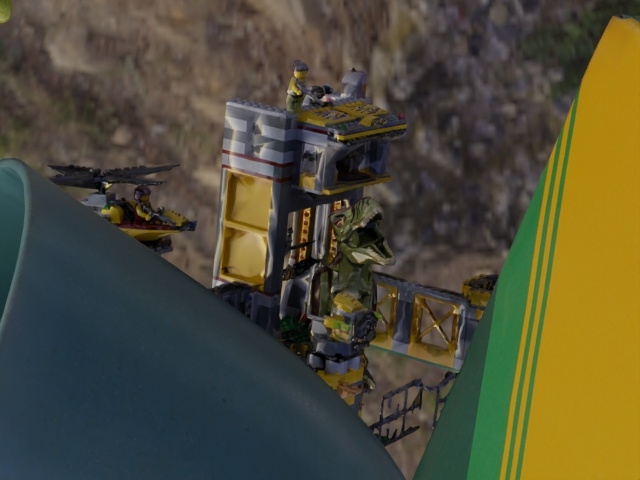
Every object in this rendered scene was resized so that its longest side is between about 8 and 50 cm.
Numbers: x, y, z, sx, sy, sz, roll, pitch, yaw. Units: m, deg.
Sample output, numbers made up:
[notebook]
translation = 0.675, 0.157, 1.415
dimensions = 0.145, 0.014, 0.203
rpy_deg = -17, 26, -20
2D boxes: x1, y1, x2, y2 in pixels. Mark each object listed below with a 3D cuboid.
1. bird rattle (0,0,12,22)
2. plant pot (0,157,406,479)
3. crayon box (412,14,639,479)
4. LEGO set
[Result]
[bird rattle]
translation = -0.267, -0.257, 1.261
dimensions = 0.143, 0.207, 0.254
rpy_deg = -4, 87, 23
[plant pot]
translation = -0.091, 0.149, 0.752
dimensions = 0.235, 0.293, 0.293
rpy_deg = 29, 122, -20
[crayon box]
translation = 0.108, 0.087, 0.298
dimensions = 0.081, 0.278, 0.165
rpy_deg = 14, 107, -25
[LEGO set]
translation = 0.000, 0.000, 1.101
dimensions = 0.331, 0.255, 0.192
rpy_deg = -10, 111, -45
